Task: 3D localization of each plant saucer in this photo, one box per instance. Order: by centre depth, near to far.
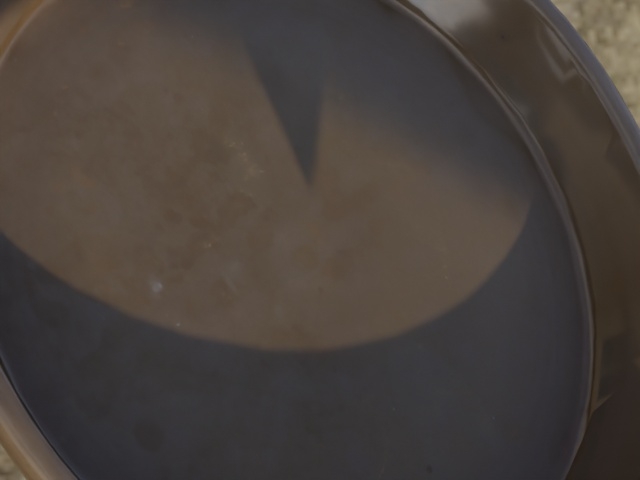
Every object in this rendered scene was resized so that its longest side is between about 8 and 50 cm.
[{"bbox_3d":[0.000,0.000,0.582,0.278,0.041,0.278,14,61,-27],"label":"plant saucer"}]
